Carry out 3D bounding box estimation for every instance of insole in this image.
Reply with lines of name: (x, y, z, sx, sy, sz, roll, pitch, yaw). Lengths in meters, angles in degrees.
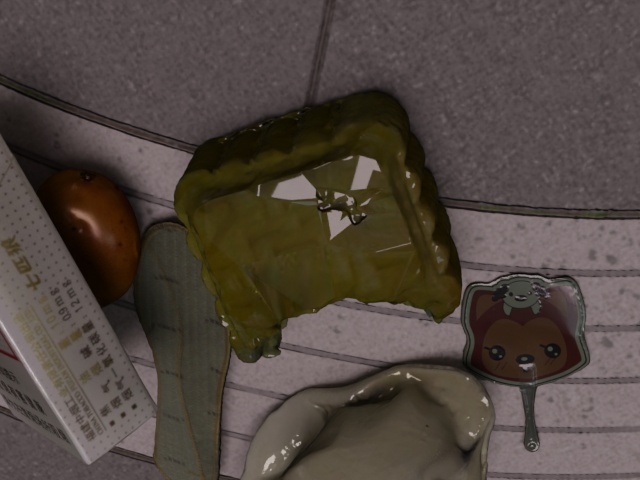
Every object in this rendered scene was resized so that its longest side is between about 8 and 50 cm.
insole: (-0.149, 0.137, 1.066, 0.119, 0.009, 0.348, 15, 120, 20)

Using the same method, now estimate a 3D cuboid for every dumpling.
dumpling: (0.040, 0.262, 1.051, 0.243, 0.187, 0.318, 29, 78, 32)

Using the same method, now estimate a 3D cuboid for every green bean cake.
green bean cake: (0.000, 0.000, 0.933, 0.236, 0.124, 0.233, -16, 113, 14)

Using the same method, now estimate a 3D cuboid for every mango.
mango: (-0.228, -0.002, 0.985, 0.105, 0.084, 0.159, 7, 136, 11)

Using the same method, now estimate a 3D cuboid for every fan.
fan: (0.217, 0.132, 1.035, 0.132, 0.009, 0.220, -5, 114, 12)

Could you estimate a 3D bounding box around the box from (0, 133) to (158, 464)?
box: (-0.307, 0.040, 0.949, 0.210, 0.095, 0.330, 8, 127, 53)
